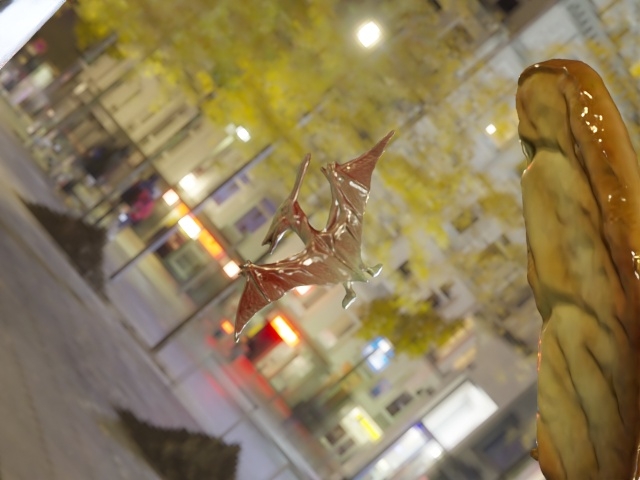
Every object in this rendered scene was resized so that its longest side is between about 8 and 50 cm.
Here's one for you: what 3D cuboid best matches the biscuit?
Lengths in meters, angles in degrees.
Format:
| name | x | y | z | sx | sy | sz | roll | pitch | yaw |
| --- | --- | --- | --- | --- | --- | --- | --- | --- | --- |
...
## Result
| name | x | y | z | sx | sy | sz | roll | pitch | yaw |
| --- | --- | --- | --- | --- | --- | --- | --- | --- | --- |
| biscuit | 0.174 | 0.030 | 0.882 | 0.154 | 0.045 | 0.299 | -175 | -99 | -72 |

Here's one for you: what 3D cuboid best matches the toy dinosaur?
| name | x | y | z | sx | sy | sz | roll | pitch | yaw |
| --- | --- | --- | --- | --- | --- | --- | --- | --- | --- |
| toy dinosaur | 0.000 | 0.000 | 1.147 | 0.108 | 0.220 | 0.032 | 39 | -6 | 6 |

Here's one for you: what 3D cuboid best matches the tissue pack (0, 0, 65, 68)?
| name | x | y | z | sx | sy | sz | roll | pitch | yaw |
| --- | --- | --- | --- | --- | --- | --- | --- | --- | --- |
| tissue pack | -0.299 | -0.152 | 0.691 | 0.288 | 0.394 | 0.124 | 37 | -25 | 1 |
